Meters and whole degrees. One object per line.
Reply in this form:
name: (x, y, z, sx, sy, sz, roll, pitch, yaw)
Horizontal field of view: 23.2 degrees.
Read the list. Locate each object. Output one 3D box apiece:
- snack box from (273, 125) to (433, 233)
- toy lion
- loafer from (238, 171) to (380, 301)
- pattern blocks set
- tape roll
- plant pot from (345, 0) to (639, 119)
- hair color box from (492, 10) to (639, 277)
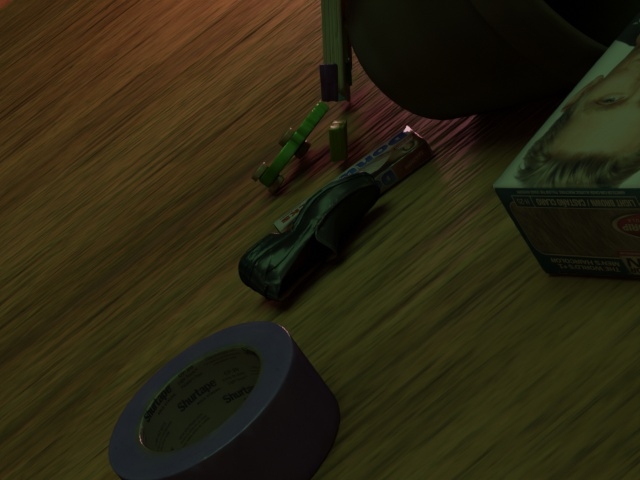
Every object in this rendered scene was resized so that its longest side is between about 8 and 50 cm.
snack box: (0.034, -0.054, 1.639, 0.178, 0.022, 0.064, -36, 24, -2)
toy lion: (-0.028, -0.111, 1.756, 0.100, 0.034, 0.096, -54, 3, -34)
loafer: (0.000, 0.000, 1.560, 0.170, 0.062, 0.061, -42, 48, -8)
pattern blocks set: (0.018, -0.229, 1.695, 0.026, 0.285, 0.325, -2, 16, 3)
tape roll: (-0.083, 0.162, 1.339, 0.189, 0.080, 0.189, -28, 27, 15)
plant pot: (0.181, -0.259, 1.546, 0.280, 0.323, 0.323, -33, 18, 49)
hair color box: (0.319, -0.121, 1.312, 0.174, 0.105, 0.347, 2, 44, 52)
